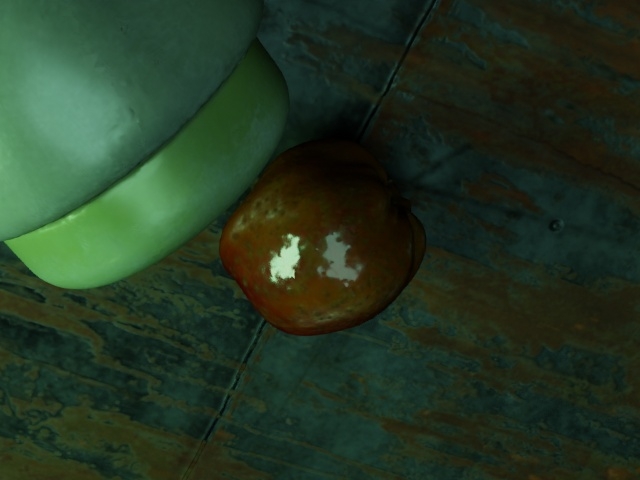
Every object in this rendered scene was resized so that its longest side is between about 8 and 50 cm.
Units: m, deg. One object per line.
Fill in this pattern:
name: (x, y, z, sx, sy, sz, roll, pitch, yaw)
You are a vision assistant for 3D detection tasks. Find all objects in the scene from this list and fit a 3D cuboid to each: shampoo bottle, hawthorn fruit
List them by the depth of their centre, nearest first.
shampoo bottle: (-0.203, -0.147, 1.395, 0.322, 0.322, 0.317, -31, 115, 12)
hawthorn fruit: (0.000, 0.000, 1.615, 0.189, 0.189, 0.189, -4, 123, -6)
